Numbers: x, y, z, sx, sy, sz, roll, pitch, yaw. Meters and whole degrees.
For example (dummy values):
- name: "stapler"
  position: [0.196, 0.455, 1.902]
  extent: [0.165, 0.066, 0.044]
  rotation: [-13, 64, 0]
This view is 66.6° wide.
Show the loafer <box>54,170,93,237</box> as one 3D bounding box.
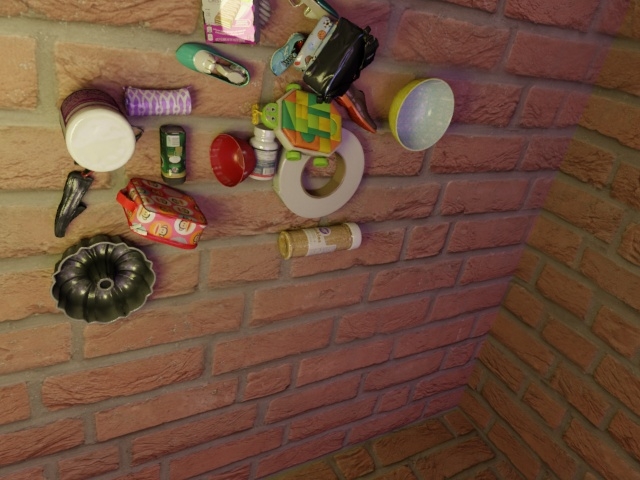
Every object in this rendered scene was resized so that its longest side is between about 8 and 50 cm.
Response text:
- name: "loafer"
  position: [-0.775, -0.106, 1.525]
  extent: [0.078, 0.076, 0.223]
  rotation: [17, 105, -31]

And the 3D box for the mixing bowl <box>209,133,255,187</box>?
- name: "mixing bowl"
  position: [-0.289, -0.280, 1.685]
  extent: [0.098, 0.181, 0.182]
  rotation: [-20, 131, -46]

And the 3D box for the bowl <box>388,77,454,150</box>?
- name: "bowl"
  position: [0.376, -0.522, 1.958]
  extent: [0.289, 0.156, 0.290]
  rotation: [-16, 126, -23]

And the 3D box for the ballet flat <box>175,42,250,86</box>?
- name: "ballet flat"
  position: [-0.324, -0.547, 1.526]
  extent: [0.247, 0.087, 0.083]
  rotation: [10, 113, -37]

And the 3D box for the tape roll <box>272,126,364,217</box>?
- name: "tape roll"
  position: [-0.004, -0.274, 1.929]
  extent: [0.391, 0.072, 0.393]
  rotation: [-17, 127, -24]

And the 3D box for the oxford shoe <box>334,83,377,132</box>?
- name: "oxford shoe"
  position: [0.151, -0.513, 1.861]
  extent: [0.098, 0.097, 0.271]
  rotation: [-52, 133, -1]

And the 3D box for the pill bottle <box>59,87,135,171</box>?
- name: "pill bottle"
  position: [-0.618, -0.318, 1.336]
  extent: [0.169, 0.301, 0.170]
  rotation: [-17, 127, -23]

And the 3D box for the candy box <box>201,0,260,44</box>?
- name: "candy box"
  position: [-0.264, -0.704, 1.426]
  extent: [0.159, 0.071, 0.234]
  rotation: [3, 122, 4]

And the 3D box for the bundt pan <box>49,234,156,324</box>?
- name: "bundt pan"
  position: [-0.744, 0.120, 1.662]
  extent: [0.330, 0.124, 0.331]
  rotation: [-17, 127, -25]

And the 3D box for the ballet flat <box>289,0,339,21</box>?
- name: "ballet flat"
  position: [-0.045, -0.776, 1.578]
  extent: [0.248, 0.086, 0.086]
  rotation: [27, 102, -40]

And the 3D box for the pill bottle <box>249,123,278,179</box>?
- name: "pill bottle"
  position: [-0.205, -0.317, 1.742]
  extent: [0.107, 0.108, 0.180]
  rotation: [-6, 121, -30]

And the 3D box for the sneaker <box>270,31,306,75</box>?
- name: "sneaker"
  position: [-0.106, -0.622, 1.630]
  extent: [0.063, 0.073, 0.162]
  rotation: [31, 99, -42]

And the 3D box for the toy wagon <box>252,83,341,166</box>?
- name: "toy wagon"
  position: [-0.074, -0.410, 1.702]
  extent: [0.344, 0.068, 0.268]
  rotation: [5, 80, -35]

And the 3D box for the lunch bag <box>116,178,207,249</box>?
- name: "lunch bag"
  position: [-0.518, -0.096, 1.555]
  extent: [0.258, 0.293, 0.120]
  rotation: [18, 107, -36]

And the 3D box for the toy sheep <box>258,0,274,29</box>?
- name: "toy sheep"
  position: [-0.192, -0.710, 1.510]
  extent: [0.091, 0.091, 0.132]
  rotation: [18, 113, -40]

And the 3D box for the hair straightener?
- name: "hair straightener"
  position: [-0.650, -0.292, 1.493]
  extent: [0.230, 0.047, 0.089]
  rotation: [-37, 132, -18]

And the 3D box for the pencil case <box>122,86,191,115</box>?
- name: "pencil case"
  position: [-0.500, -0.428, 1.496]
  extent: [0.205, 0.086, 0.088]
  rotation: [-9, 100, -30]

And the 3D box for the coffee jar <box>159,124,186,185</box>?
- name: "coffee jar"
  position: [-0.482, -0.277, 1.594]
  extent: [0.078, 0.096, 0.185]
  rotation: [-7, 123, -27]

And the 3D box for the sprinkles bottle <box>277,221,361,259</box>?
- name: "sprinkles bottle"
  position: [0.000, 0.000, 2.075]
  extent: [0.355, 0.121, 0.121]
  rotation: [-9, 123, -29]

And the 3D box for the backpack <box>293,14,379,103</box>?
- name: "backpack"
  position: [0.047, -0.601, 1.636]
  extent: [0.277, 0.213, 0.263]
  rotation: [-50, 172, 14]
